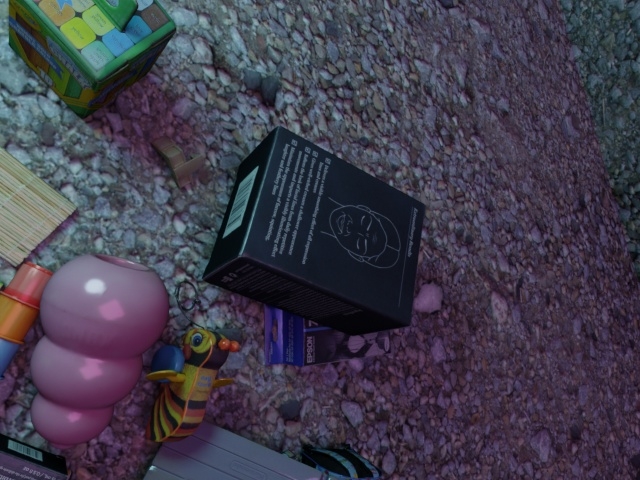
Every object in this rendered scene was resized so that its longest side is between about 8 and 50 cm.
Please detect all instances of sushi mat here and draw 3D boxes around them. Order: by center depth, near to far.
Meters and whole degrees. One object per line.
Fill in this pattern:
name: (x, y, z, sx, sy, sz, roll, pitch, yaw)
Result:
sushi mat: (-0.603, -0.109, 0.812, 0.316, 0.019, 0.151, 44, 67, -22)

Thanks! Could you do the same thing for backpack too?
backpack: (0.050, 0.545, 1.082, 0.158, 0.173, 0.116, 15, 79, -31)

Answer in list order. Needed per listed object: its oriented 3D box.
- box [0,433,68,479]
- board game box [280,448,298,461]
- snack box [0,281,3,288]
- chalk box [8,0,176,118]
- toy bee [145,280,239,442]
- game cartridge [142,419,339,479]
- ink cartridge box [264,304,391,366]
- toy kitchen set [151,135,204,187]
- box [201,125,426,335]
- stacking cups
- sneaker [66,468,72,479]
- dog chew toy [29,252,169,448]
box: (-0.535, 0.419, 0.778, 0.156, 0.093, 0.158, 37, 70, -24)
board game box: (-0.106, 0.578, 1.056, 0.141, 0.048, 0.170, -12, 94, -31)
snack box: (-0.614, 0.108, 0.780, 0.100, 0.037, 0.141, 36, 70, -26)
chalk box: (-0.385, -0.359, 0.802, 0.180, 0.289, 0.179, 50, 64, -19)
toy bee: (-0.239, 0.230, 0.895, 0.195, 0.162, 0.298, -5, 90, -58)
game cartridge: (-0.165, 0.506, 0.909, 0.355, 0.068, 0.230, 23, 63, 2)
ink cartridge box: (0.025, 0.210, 1.154, 0.333, 0.065, 0.165, -1, 88, -31)
toy kitchen set: (-0.296, -0.173, 0.998, 0.068, 0.075, 0.083, -36, 145, -25)
box: (0.000, 0.000, 1.020, 0.396, 0.212, 0.293, 25, 62, -23)
stacking cups: (-0.552, 0.182, 0.782, 0.096, 0.096, 0.316, 31, 71, -26)
sneaker: (-0.466, 0.455, 0.858, 0.037, 0.032, 0.083, 32, 76, -41)
dog chew toy: (-0.395, 0.194, 0.822, 0.207, 0.207, 0.331, 19, 88, -29)
